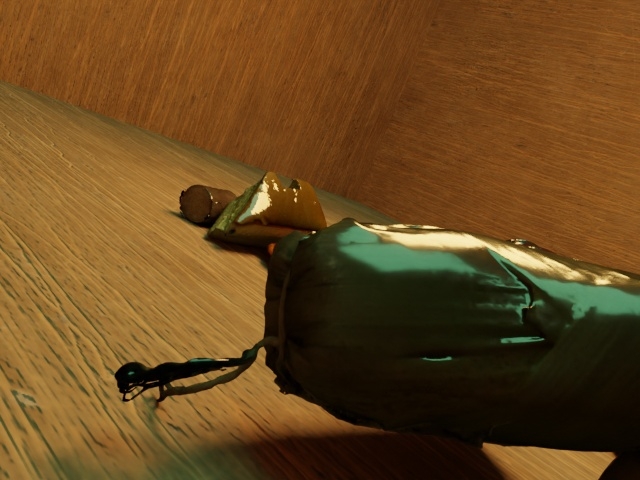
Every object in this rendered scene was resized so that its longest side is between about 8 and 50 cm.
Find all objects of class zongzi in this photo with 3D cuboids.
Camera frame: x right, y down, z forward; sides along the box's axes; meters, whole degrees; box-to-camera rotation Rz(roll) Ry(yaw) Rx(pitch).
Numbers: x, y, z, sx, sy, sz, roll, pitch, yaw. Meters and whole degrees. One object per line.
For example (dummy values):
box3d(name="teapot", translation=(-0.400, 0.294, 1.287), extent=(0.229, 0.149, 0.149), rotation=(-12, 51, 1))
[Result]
box3d(name="zongzi", translation=(0.137, 0.066, 0.398), extent=(0.447, 0.181, 0.418), rotation=(16, -17, -39))

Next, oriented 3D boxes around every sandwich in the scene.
box3d(name="sandwich", translation=(-0.110, -0.051, 1.088), extent=(0.235, 0.122, 0.128), rotation=(10, 53, -53))

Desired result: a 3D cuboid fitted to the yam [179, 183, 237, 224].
box3d(name="yam", translation=(-0.219, -0.071, 1.140), extent=(0.084, 0.084, 0.127), rotation=(26, 12, 19))

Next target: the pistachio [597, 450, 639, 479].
box3d(name="pistachio", translation=(0.277, 0.232, 0.421), extent=(0.136, 0.136, 0.226), rotation=(24, 13, 11))

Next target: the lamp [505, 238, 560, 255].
box3d(name="lamp", translation=(0.429, 0.118, 1.214), extent=(0.247, 0.247, 0.247), rotation=(22, 8, -3))

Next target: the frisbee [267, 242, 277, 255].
box3d(name="frisbee", translation=(-0.011, 0.055, 1.038), extent=(0.192, 0.035, 0.192), rotation=(21, 8, -3))
